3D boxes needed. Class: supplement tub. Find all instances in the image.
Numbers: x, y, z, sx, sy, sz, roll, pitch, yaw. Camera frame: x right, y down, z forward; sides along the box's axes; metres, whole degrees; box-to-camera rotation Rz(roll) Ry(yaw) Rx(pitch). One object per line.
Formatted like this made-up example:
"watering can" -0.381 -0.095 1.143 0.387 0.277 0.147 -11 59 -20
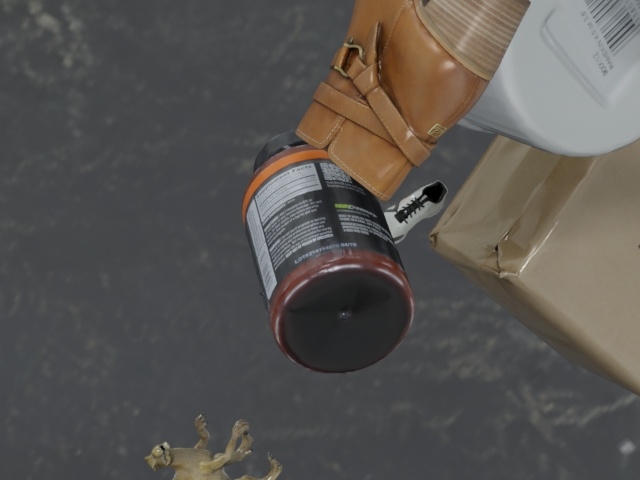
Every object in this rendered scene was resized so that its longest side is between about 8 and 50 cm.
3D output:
"supplement tub" 0.000 0.000 1.313 0.106 0.106 0.198 16 31 -23

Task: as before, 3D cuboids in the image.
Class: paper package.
"paper package" 0.333 -0.023 1.983 0.325 0.168 0.309 39 82 -36

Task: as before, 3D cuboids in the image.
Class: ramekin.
"ramekin" 0.209 -0.204 1.495 0.277 0.277 0.135 -1 21 -35

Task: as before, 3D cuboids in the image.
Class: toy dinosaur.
"toy dinosaur" -0.080 0.193 1.409 0.092 0.183 0.053 -42 40 -11

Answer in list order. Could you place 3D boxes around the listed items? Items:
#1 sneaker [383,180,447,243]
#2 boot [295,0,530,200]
"sneaker" 0.100 -0.034 2.007 0.109 0.044 0.040 -37 79 -29
"boot" 0.031 -0.127 1.119 0.073 0.152 0.197 24 16 -38
